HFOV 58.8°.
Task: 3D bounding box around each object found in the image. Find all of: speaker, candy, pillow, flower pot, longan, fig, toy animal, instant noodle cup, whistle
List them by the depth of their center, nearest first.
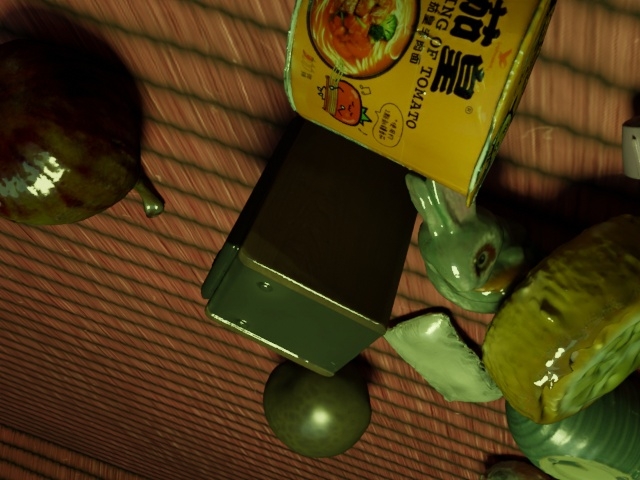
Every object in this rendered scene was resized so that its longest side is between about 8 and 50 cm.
[{"bbox_3d":[0.083,-0.154,0.459,0.172,0.215,0.215,22,143,14],"label":"instant noodle cup"},{"bbox_3d":[0.154,0.009,0.618,0.127,0.125,0.251,-39,144,17],"label":"toy animal"},{"bbox_3d":[0.300,0.093,0.624,0.260,0.118,0.259,-18,136,-19],"label":"candy"},{"bbox_3d":[0.000,0.000,0.647,0.193,0.230,0.153,27,142,-8],"label":"speaker"},{"bbox_3d":[-0.307,-0.101,0.741,0.217,0.216,0.321,8,167,17],"label":"fig"},{"bbox_3d":[0.399,0.280,0.860,0.243,0.157,0.189,24,140,-7],"label":"flower pot"},{"bbox_3d":[0.207,0.201,0.939,0.128,0.050,0.229,-21,124,37],"label":"pillow"},{"bbox_3d":[-0.002,0.300,1.049,0.212,0.198,0.198,-34,118,30],"label":"longan"},{"bbox_3d":[0.390,0.566,1.213,0.189,0.189,0.348,18,156,4],"label":"whistle"}]

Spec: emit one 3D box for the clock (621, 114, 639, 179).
[{"bbox_3d":[0.337,-0.087,0.474,0.110,0.152,0.050,-20,105,-5],"label":"clock"}]
